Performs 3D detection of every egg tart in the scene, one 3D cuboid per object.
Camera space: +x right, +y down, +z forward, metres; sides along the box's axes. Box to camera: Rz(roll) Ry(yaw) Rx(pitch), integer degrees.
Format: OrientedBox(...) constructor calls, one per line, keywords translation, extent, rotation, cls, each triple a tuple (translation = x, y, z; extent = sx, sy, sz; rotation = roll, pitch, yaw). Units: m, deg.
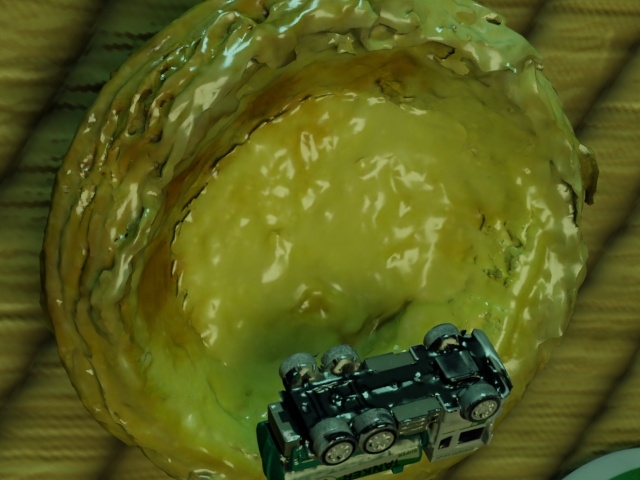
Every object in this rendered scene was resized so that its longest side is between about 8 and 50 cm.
OrientedBox(translation=(0.000, -0.002, 0.470), extent=(0.213, 0.090, 0.212), rotation=(-9, 116, -18), cls="egg tart")

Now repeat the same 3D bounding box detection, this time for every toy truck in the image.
OrientedBox(translation=(0.020, 0.060, 0.439), extent=(0.083, 0.039, 0.044), rotation=(-12, 135, -19), cls="toy truck")

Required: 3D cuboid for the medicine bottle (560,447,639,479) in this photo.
OrientedBox(translation=(0.193, 0.206, 0.532), extent=(0.133, 0.274, 0.133), rotation=(-9, 114, -21), cls="medicine bottle")
